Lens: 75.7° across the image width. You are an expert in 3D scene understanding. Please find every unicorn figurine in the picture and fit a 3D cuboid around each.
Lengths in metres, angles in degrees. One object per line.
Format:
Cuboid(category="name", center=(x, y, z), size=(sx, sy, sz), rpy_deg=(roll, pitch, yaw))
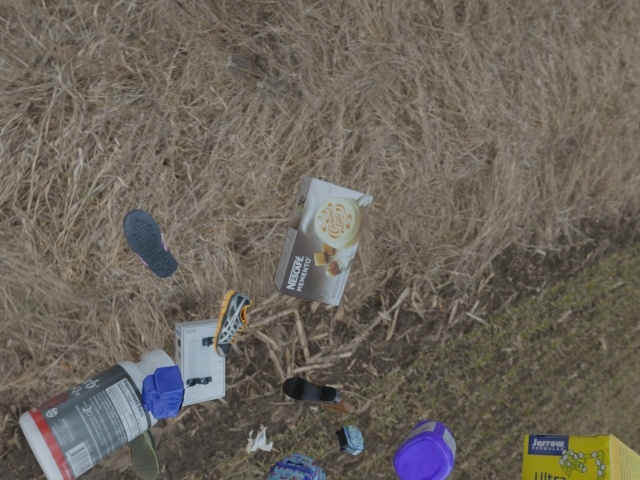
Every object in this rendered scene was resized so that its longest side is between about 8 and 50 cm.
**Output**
Cuboid(category="unicorn figurine", center=(-0.237, 0.791, 1.625), size=(0.162, 0.060, 0.111), rpy_deg=(5, 92, -45))

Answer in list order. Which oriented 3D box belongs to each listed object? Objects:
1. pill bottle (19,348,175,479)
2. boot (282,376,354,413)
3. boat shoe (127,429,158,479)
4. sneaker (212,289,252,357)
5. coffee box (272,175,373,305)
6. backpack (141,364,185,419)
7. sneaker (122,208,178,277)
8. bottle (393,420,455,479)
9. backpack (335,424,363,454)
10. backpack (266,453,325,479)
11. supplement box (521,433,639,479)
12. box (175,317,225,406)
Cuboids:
Cuboid(category="pill bottle", center=(-0.579, 0.465, 1.130), size=(0.363, 0.210, 0.210), rpy_deg=(-27, 121, -42))
Cuboid(category="boot", center=(-0.006, 0.686, 1.815), size=(0.280, 0.265, 0.096), rpy_deg=(60, 31, -53))
Cuboid(category="boat shoe", center=(-0.550, 0.634, 1.281), size=(0.080, 0.073, 0.223), rpy_deg=(-17, 100, 3))
Cuboid(category="sneaker", center=(-0.269, 0.261, 1.255), size=(0.083, 0.084, 0.214), rpy_deg=(15, 100, 3))
Cuboid(category="coffee box", center=(0.000, 0.000, 0.885), size=(0.141, 0.098, 0.246), rpy_deg=(16, 96, -18))
Cuboid(category="backpack", center=(-0.409, 0.398, 1.067), size=(0.101, 0.098, 0.120), rpy_deg=(1, 123, -24))
Cuboid(category="sneaker", center=(-0.596, 0.000, 1.389), size=(0.112, 0.131, 0.318), rpy_deg=(-38, 147, -27))
Cuboid(category="bottle", center=(0.238, 0.459, 0.910), size=(0.118, 0.092, 0.283), rpy_deg=(-39, 157, 6))
Cuboid(category="backpack", center=(0.136, 0.860, 1.771), size=(0.084, 0.105, 0.114), rpy_deg=(-41, 122, 12))
Cuboid(category="backpack", center=(-0.072, 0.703, 1.205), size=(0.173, 0.158, 0.116), rpy_deg=(-43, 127, -54))
Cuboid(category="supplement box", center=(0.629, 0.586, 0.878), size=(0.357, 0.194, 0.195), rpy_deg=(36, 53, -14))
Cuboid(category="box", center=(-0.452, 0.450, 1.543), size=(0.169, 0.087, 0.289), rpy_deg=(-2, 91, -36))
